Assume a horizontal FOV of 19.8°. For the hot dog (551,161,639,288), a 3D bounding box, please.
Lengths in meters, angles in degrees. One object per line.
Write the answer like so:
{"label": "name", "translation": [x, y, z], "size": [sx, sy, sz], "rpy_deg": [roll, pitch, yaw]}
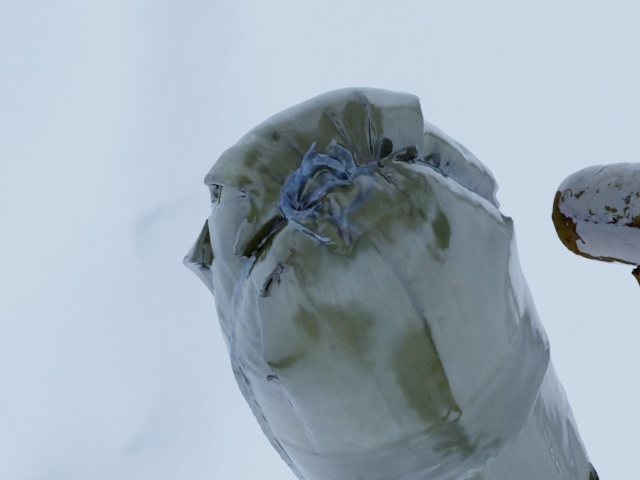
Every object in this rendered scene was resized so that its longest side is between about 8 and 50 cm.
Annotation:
{"label": "hot dog", "translation": [0.137, -0.004, 0.591], "size": [0.060, 0.140, 0.089], "rpy_deg": [11, 104, -32]}

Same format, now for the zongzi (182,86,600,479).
{"label": "zongzi", "translation": [0.000, 0.000, 0.796], "size": [0.125, 0.274, 0.250], "rpy_deg": [-28, 135, -5]}
